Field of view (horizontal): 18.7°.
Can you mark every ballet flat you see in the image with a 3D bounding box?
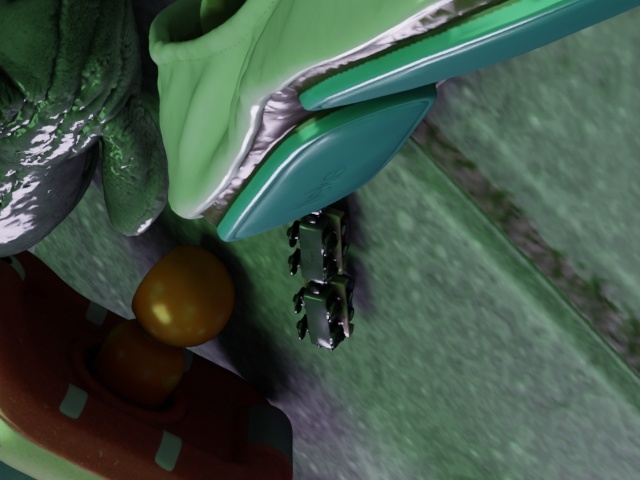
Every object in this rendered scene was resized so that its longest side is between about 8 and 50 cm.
[{"bbox_3d":[0.015,-0.101,0.712,0.139,0.139,0.400,51,156,-4],"label":"ballet flat"}]

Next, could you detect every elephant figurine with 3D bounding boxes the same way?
[{"bbox_3d":[-0.141,-0.075,0.931,0.186,0.169,0.239,61,157,-13],"label":"elephant figurine"}]

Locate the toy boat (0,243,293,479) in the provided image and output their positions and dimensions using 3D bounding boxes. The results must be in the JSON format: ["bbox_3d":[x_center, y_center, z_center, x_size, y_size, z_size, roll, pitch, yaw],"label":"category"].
[{"bbox_3d":[-0.104,0.066,1.128,0.231,0.151,0.151,28,-160,-13],"label":"toy boat"}]

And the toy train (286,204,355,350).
[{"bbox_3d":[0.000,0.000,0.966,0.027,0.036,0.158,14,142,15],"label":"toy train"}]

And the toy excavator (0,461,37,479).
[{"bbox_3d":[-0.151,0.256,1.229,0.433,0.222,0.445,49,123,0],"label":"toy excavator"}]

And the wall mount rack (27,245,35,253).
[{"bbox_3d":[-0.285,-0.046,1.261,0.350,0.130,0.304,28,148,40],"label":"wall mount rack"}]
